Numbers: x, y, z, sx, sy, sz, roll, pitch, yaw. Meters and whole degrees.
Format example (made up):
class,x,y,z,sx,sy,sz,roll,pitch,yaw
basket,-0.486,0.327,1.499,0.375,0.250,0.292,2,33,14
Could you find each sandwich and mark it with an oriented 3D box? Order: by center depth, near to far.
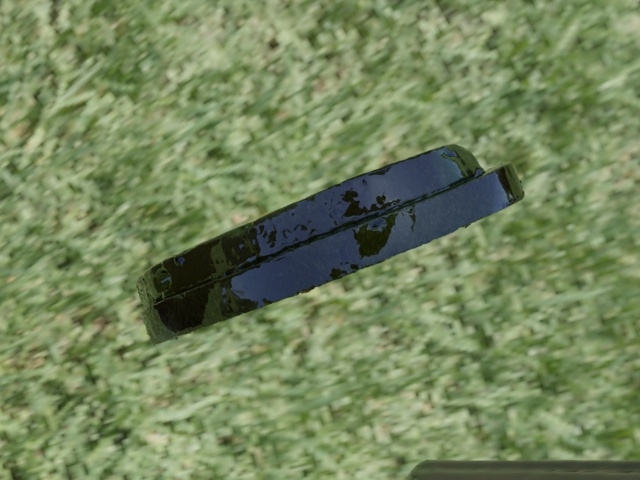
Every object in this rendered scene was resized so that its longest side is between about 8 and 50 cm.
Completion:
class,x,y,z,sx,sy,sz,roll,pitch,yaw
sandwich,0.002,-0.001,0.618,0.135,0.067,0.029,-22,89,2

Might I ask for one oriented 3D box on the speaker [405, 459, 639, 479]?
class,x,y,z,sx,sy,sz,roll,pitch,yaw
speaker,0.099,0.276,0.609,0.184,0.180,0.388,-16,102,-66
